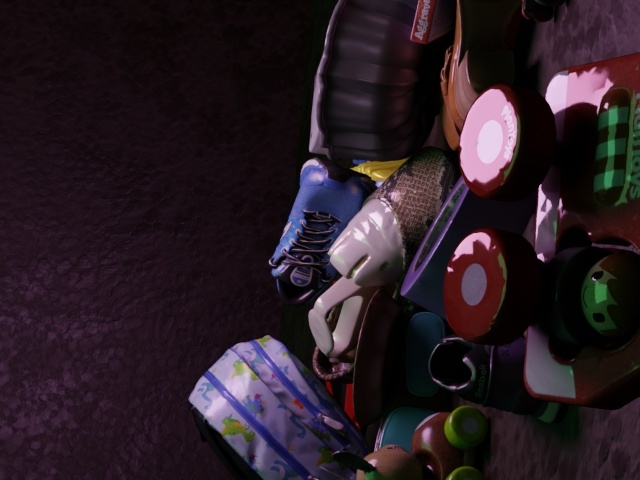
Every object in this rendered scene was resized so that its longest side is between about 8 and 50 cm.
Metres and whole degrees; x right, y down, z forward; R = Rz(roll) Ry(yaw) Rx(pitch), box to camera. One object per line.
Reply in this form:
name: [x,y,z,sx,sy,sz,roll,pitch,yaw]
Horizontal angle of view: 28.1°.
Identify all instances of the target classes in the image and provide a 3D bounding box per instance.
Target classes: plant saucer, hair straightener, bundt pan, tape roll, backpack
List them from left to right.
backpack: [-0.057,0.329,2.105,0.273,0.356,0.290,-58,11,0]
plant saucer: [0.089,0.169,1.811,0.198,0.036,0.198,8,-90,-74]
bundt pan: [0.113,-0.260,1.841,0.331,0.124,0.330,15,-90,-74]
tape roll: [0.173,0.001,1.498,0.189,0.080,0.189,-62,1,1]
hair straightener: [0.278,-0.379,1.511,0.089,0.047,0.230,126,155,-73]

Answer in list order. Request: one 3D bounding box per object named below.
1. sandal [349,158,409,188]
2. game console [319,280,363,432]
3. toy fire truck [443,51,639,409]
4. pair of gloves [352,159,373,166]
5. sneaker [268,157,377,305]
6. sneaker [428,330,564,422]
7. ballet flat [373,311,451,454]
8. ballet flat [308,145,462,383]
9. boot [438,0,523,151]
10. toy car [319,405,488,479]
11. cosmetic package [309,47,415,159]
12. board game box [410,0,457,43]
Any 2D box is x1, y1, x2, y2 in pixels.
sandal: [0.115,-0.065,2.111,0.317,0.126,0.138,160,107,-87]
game console: [0.045,0.283,2.491,0.386,0.060,0.341,-105,19,-71]
toy fire truck: [0.243,-0.013,1.046,0.254,0.169,0.302,-5,78,63]
pair of gloves: [0.080,-0.118,2.690,0.159,0.023,0.198,-101,21,-67]
sneaker: [0.000,0.000,1.983,0.330,0.130,0.147,106,-177,-56]
sneaker: [0.176,0.125,1.426,0.283,0.124,0.107,-159,77,-82]
ballet flat: [0.135,0.237,1.777,0.096,0.095,0.280,91,-167,-64]
ballet flat: [0.080,0.066,1.941,0.164,0.182,0.482,58,148,33]
boot: [0.215,-0.267,1.684,0.220,0.109,0.283,104,167,-75]
toy car: [0.098,0.281,1.599,0.155,0.189,0.148,115,161,-64]
cosmetic package: [0.085,-0.234,2.191,0.151,0.184,0.151,118,158,-68]
board game box: [0.187,-0.358,1.727,0.281,0.027,0.145,-38,-36,-63]
